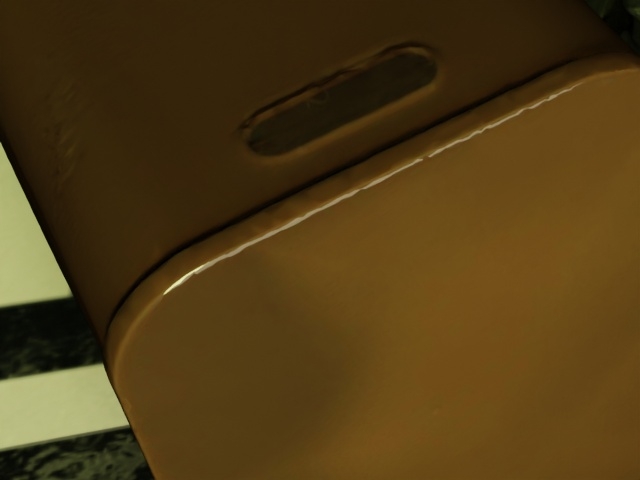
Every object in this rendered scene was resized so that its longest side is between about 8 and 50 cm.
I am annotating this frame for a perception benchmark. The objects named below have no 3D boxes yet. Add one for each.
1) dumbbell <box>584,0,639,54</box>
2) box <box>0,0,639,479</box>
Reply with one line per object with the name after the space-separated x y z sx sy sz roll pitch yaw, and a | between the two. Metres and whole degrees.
0.244 -0.072 0.948 0.192 0.192 0.290 -46 136 13 | dumbbell
0.000 0.000 0.807 0.239 0.229 0.339 -27 144 -10 | box
